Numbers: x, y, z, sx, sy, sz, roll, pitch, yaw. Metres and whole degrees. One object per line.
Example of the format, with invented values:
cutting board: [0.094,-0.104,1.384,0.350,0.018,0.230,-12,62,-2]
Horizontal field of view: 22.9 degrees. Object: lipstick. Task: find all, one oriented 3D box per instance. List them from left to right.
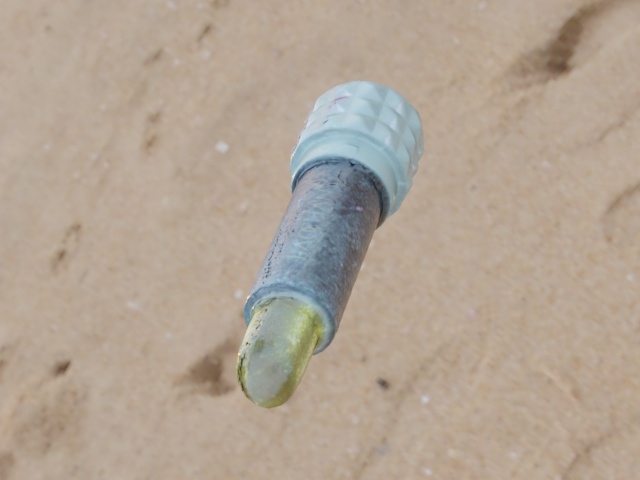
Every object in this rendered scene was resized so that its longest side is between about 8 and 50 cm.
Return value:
lipstick: [0.000,0.000,0.423,0.037,0.037,0.116,-26,24,31]
